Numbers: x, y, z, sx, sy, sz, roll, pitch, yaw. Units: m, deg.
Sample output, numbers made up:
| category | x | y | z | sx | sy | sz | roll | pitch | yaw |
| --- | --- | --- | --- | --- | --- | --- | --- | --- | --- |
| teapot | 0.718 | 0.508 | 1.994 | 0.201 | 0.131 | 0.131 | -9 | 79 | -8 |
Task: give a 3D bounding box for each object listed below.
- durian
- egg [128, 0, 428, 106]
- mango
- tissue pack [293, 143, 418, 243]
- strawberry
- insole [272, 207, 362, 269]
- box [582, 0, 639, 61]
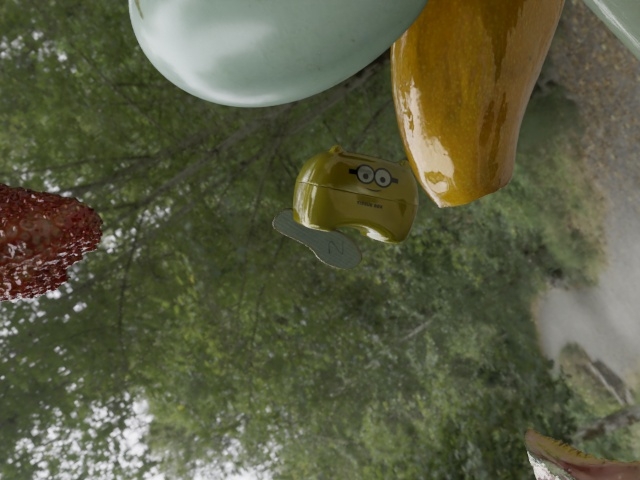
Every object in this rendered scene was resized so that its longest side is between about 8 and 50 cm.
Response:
| category | x | y | z | sx | sy | sz | roll | pitch | yaw |
| --- | --- | --- | --- | --- | --- | --- | --- | --- | --- |
| durian | 0.369 | 0.371 | 0.825 | 0.305 | 0.186 | 0.195 | -177 | 84 | -72 |
| egg | -0.033 | -0.207 | 0.542 | 0.183 | 0.264 | 0.182 | -10 | -90 | -69 |
| mango | 0.160 | -0.211 | 0.679 | 0.187 | 0.359 | 0.144 | 15 | 178 | -39 |
| tissue pack | 0.054 | -0.070 | 0.989 | 0.178 | 0.127 | 0.123 | 11 | -178 | -19 |
| strawberry | -0.395 | 0.015 | 0.803 | 0.175 | 0.236 | 0.106 | 42 | -144 | -13 |
| insole | 0.000 | 0.000 | 1.062 | 0.188 | 0.064 | 0.004 | 30 | -158 | -35 |
| box | 0.239 | -0.321 | 0.459 | 0.344 | 0.177 | 0.351 | 24 | -118 | -30 |
